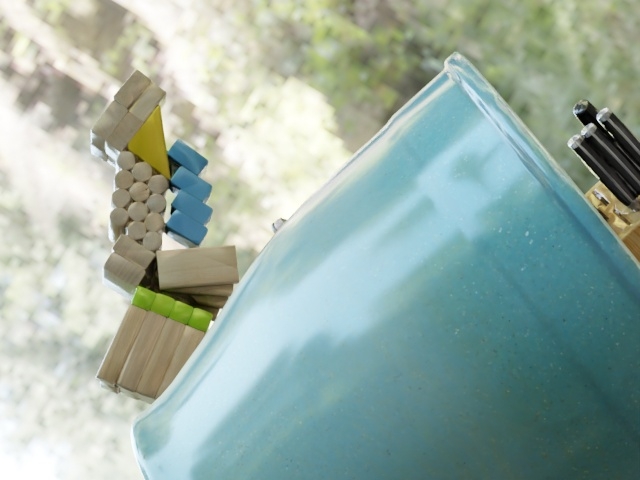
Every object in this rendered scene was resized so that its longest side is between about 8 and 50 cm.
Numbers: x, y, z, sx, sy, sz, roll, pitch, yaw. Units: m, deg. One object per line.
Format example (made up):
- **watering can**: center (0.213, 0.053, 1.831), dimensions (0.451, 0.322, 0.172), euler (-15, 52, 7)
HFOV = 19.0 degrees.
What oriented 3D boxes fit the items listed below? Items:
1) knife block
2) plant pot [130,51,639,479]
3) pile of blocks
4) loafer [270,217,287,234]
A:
- **knife block**: center (0.317, -0.026, 1.793), dimensions (0.088, 0.276, 0.242), euler (-127, 36, -55)
- **plant pot**: center (0.055, 0.089, 0.976), dimensions (0.255, 0.271, 0.271), euler (-39, -2, 4)
- **pile of blocks**: center (-0.165, 0.009, 2.010), dimensions (0.112, 0.149, 0.362), euler (117, 150, -76)
- **loafer**: center (0.000, 0.000, 2.126), dimensions (0.039, 0.125, 0.045), euler (-46, 38, 18)
